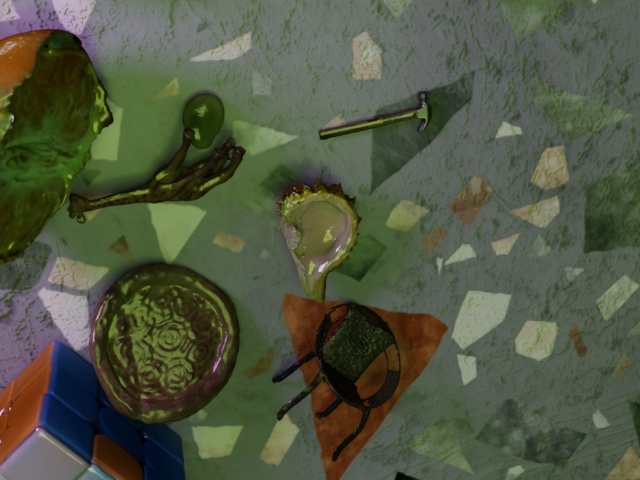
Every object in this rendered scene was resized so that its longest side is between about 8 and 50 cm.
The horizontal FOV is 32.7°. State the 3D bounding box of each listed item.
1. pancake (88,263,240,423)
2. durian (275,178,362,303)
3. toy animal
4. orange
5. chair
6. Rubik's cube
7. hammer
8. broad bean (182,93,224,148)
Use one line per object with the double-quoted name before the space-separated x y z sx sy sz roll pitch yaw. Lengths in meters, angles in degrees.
"pancake" -0.240 0.160 1.712 0.250 0.031 0.250 1 87 -21
"durian" -0.010 -0.004 1.717 0.140 0.078 0.224 -11 121 -19
"toy animal" -0.242 -0.087 1.632 0.275 0.149 0.054 -24 67 12
"orange" -0.434 -0.141 1.497 0.196 0.262 0.335 30 110 -1
"chair" 0.034 0.217 1.764 0.174 0.149 0.213 40 94 -18
"Rubik's cube" -0.400 0.385 1.664 0.291 0.292 0.290 -44 111 7
"hammer" 0.087 -0.182 1.700 0.182 0.017 0.062 -14 110 -3
"broad bean" -0.178 -0.180 1.641 0.063 0.045 0.083 13 99 -15
